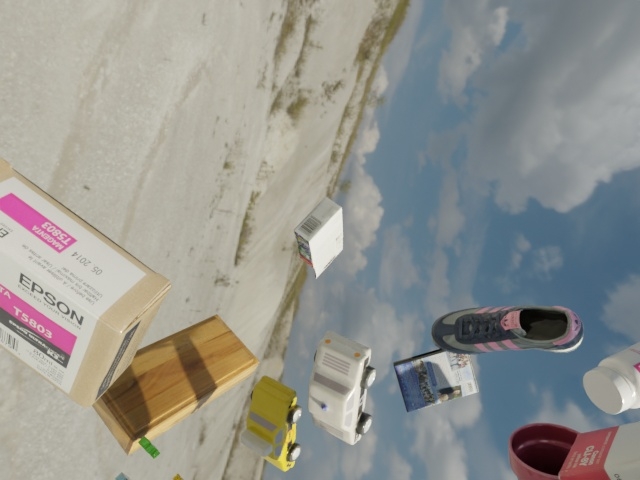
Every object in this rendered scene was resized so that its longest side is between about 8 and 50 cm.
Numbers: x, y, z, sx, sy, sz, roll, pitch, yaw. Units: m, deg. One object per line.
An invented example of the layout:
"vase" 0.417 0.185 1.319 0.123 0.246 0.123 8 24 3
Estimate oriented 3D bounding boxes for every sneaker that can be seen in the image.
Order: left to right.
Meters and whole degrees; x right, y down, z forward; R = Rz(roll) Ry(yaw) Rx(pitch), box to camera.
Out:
"sneaker" 0.389 0.182 0.992 0.131 0.318 0.112 44 43 -54

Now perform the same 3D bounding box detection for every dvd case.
"dvd case" 0.384 0.455 1.522 0.022 0.252 0.181 -94 167 -82

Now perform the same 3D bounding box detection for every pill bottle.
"pill bottle" 0.973 0.417 1.413 0.160 0.282 0.161 162 -90 -73

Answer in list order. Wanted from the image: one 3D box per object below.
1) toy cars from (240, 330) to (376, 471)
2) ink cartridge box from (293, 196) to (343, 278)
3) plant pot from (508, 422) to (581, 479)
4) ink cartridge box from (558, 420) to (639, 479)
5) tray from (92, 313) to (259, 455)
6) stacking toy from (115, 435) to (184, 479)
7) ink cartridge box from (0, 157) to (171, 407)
"toy cars" -0.039 0.302 0.785 0.393 0.177 0.087 -43 171 39
"ink cartridge box" 0.000 0.000 0.602 0.063 0.029 0.115 -47 159 -19
"plant pot" 0.558 0.574 1.095 0.201 0.201 0.181 -126 -151 -77
"ink cartridge box" 0.657 0.442 0.743 0.384 0.160 0.280 -41 -108 42
"tray" -0.373 0.351 1.206 0.410 0.202 0.076 -21 147 -52
"stacking toy" -0.398 0.546 0.992 0.052 0.167 0.221 17 -42 46
"ink cartridge box" -0.311 0.057 0.518 0.193 0.234 0.088 -52 -178 39
